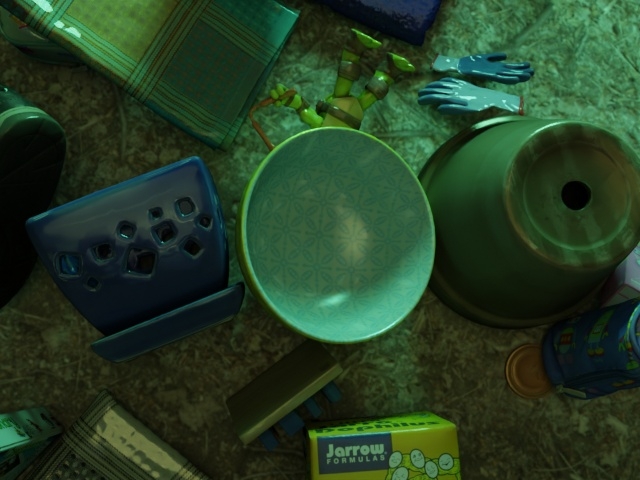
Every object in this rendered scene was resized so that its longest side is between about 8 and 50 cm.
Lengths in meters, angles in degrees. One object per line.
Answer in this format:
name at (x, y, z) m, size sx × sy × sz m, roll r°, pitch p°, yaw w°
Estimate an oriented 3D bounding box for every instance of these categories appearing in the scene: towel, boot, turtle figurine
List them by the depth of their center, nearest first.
boot at (-0.508, -0.086, 1.110) m, size 0.284 × 0.138 × 0.377 m, roll 45°, pitch 122°, yaw 26°
towel at (-0.285, 0.428, 1.122) m, size 0.324 × 0.056 × 0.312 m, roll 41°, pitch 82°, yaw 0°
towel at (-0.225, -0.327, 1.129) m, size 0.370 × 0.040 × 0.271 m, roll 34°, pitch 68°, yaw -21°
turtle figurine at (0.047, -0.187, 1.198) m, size 0.270 × 0.087 × 0.217 m, roll 30°, pitch 97°, yaw -13°
towel at (0.058, -0.457, 1.243) m, size 0.308 × 0.076 × 0.227 m, roll 23°, pitch 89°, yaw -2°

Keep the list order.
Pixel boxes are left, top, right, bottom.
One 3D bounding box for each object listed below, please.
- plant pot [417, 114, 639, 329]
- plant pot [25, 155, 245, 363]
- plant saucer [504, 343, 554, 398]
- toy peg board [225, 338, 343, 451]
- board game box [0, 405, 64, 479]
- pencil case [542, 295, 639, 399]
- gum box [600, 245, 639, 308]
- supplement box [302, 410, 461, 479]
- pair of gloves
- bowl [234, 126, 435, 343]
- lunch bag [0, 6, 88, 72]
plant pot at (0.302, -0.042, 1.106) m, size 0.323 × 0.280 × 0.323 m, roll 1°, pitch 83°, yaw -5°
plant pot at (-0.226, 0.034, 1.087) m, size 0.236 × 0.236 × 0.212 m, roll -22°, pitch 91°, yaw -6°
plant saucer at (0.321, 0.198, 1.212) m, size 0.084 × 0.013 × 0.083 m, roll 0°, pitch 84°, yaw -4°
toy peg board at (-0.037, 0.228, 1.118) m, size 0.161 × 0.161 × 0.079 m, roll -37°, pitch 103°, yaw -7°
board game box at (-0.444, 0.301, 0.998) m, size 0.053 × 0.305 × 0.193 m, roll 44°, pitch 82°, yaw 4°
pencil case at (0.403, 0.149, 1.080) m, size 0.119 × 0.306 × 0.133 m, roll 38°, pitch 74°, yaw 2°
gum box at (0.516, 0.094, 1.186) m, size 0.188 × 0.062 × 0.107 m, roll 30°, pitch 41°, yaw 0°
supplement box at (0.085, 0.423, 1.078) m, size 0.194 × 0.195 × 0.356 m, roll -4°, pitch 83°, yaw -5°
pair of gloves at (0.234, -0.235, 1.198) m, size 0.159 × 0.023 × 0.198 m, roll 11°, pitch 40°, yaw 13°
bowl at (0.000, 0.000, 1.121) m, size 0.290 × 0.156 × 0.289 m, roll 3°, pitch 82°, yaw -24°
lunch bag at (-0.346, -0.389, 1.183) m, size 0.224 × 0.108 × 0.279 m, roll 4°, pitch 83°, yaw -5°
